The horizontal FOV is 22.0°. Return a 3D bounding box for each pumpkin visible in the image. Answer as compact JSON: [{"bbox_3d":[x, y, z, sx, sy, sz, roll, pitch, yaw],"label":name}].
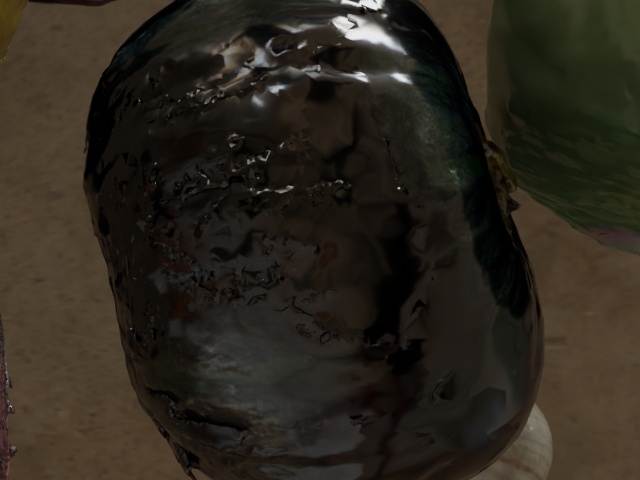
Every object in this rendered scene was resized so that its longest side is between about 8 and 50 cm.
[{"bbox_3d":[0.000,0.000,0.659,0.163,0.233,0.233,-15,93,6],"label":"pumpkin"}]

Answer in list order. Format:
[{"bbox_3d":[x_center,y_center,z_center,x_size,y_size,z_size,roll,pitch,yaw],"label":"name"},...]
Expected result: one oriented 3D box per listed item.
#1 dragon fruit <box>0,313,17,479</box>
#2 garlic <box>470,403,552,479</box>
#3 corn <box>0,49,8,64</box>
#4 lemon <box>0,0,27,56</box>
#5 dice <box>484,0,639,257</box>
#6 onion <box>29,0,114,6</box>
[{"bbox_3d":[-0.373,0.138,1.561,0.148,0.218,0.223,-5,119,-7],"label":"dragon fruit"},{"bbox_3d":[0.075,0.182,1.201,0.253,0.245,0.245,36,69,-46],"label":"garlic"},{"bbox_3d":[-0.348,-0.278,1.621,0.097,0.320,0.097,6,52,-8],"label":"corn"},{"bbox_3d":[-0.323,-0.196,0.927,0.387,0.350,0.349,6,83,-37],"label":"lemon"},{"bbox_3d":[0.272,-0.130,0.777,0.322,0.330,0.318,19,85,13],"label":"dice"},{"bbox_3d":[-0.181,-0.345,1.313,0.260,0.337,0.282,-69,140,-58],"label":"onion"}]
